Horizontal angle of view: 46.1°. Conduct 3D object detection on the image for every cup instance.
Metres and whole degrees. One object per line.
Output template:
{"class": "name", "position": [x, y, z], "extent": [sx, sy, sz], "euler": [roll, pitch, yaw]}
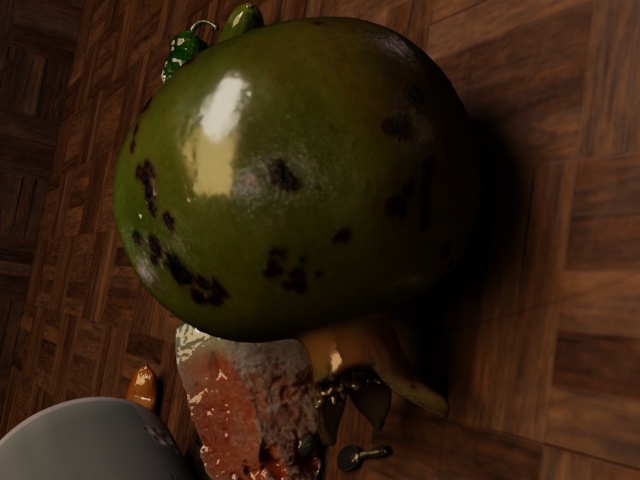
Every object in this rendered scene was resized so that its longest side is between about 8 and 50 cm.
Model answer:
{"class": "cup", "position": [-0.245, 0.403, 0.889], "extent": [0.274, 0.260, 0.356], "euler": [32, 137, 59]}

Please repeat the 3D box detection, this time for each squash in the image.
{"class": "squash", "position": [-0.142, -0.237, 1.101], "extent": [0.258, 0.069, 0.069], "euler": [-53, 37, 39]}

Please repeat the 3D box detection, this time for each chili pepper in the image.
{"class": "chili pepper", "position": [-0.222, -0.251, 1.253], "extent": [0.100, 0.074, 0.256], "euler": [-30, 58, 49]}

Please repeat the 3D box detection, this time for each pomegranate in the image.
{"class": "pomegranate", "position": [-0.021, -0.009, 0.591], "extent": [0.291, 0.291, 0.323], "euler": [-23, 60, 56]}

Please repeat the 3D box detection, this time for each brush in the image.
{"class": "brush", "position": [0.037, 0.195, 0.679], "extent": [0.083, 0.008, 0.024], "euler": [-32, 49, 52]}

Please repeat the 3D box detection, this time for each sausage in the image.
{"class": "sausage", "position": [-0.282, 0.281, 1.159], "extent": [0.062, 0.054, 0.183], "euler": [2, 77, 28]}

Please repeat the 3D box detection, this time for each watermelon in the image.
{"class": "watermelon", "position": [-0.055, 0.180, 0.744], "extent": [0.094, 0.154, 0.241], "euler": [-16, 79, 58]}
